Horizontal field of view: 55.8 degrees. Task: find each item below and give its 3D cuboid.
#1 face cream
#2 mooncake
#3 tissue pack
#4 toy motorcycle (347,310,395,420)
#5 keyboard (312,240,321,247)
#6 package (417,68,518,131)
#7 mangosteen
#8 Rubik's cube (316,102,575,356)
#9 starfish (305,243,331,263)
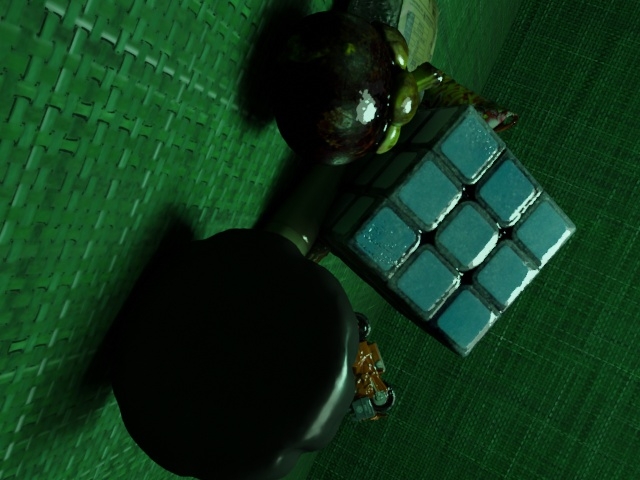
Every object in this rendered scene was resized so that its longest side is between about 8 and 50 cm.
[{"bbox_3d":[-0.006,-0.083,1.040,0.341,0.084,0.137,-59,175,-33],"label":"face cream"},{"bbox_3d":[-0.091,0.133,0.700,0.283,0.282,0.141,-62,160,-12],"label":"mooncake"},{"bbox_3d":[0.114,-0.317,0.956,0.256,0.122,0.215,-12,113,-74],"label":"tissue pack"},{"bbox_3d":[0.084,0.391,1.819,0.148,0.221,0.326,18,52,-78],"label":"toy motorcycle"},{"bbox_3d":[0.000,0.000,1.335,0.155,0.010,0.053,-55,164,-34],"label":"keyboard"},{"bbox_3d":[0.302,-0.269,1.409,0.108,0.288,0.223,-28,148,-38],"label":"package"},{"bbox_3d":[0.045,-0.189,0.762,0.192,0.217,0.192,0,90,-88],"label":"mangosteen"},{"bbox_3d":[0.193,-0.031,1.081,0.301,0.305,0.303,-49,-162,-3],"label":"Rubik's cube"},{"bbox_3d":[-0.072,0.089,1.019,0.238,0.216,0.071,-40,119,-7],"label":"starfish"}]
